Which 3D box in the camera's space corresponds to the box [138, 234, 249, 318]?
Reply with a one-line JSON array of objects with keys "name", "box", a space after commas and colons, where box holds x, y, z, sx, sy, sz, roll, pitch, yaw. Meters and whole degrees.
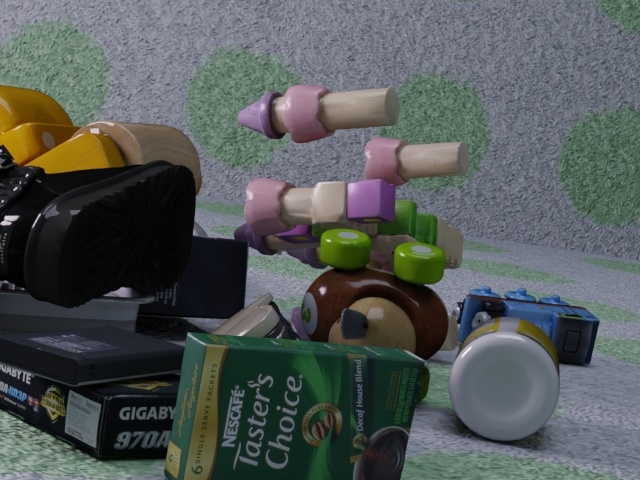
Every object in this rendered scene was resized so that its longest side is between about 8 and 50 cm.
[{"name": "box", "box": [-0.186, 0.039, 1.832, 0.158, 0.093, 0.156, 7, -5, -31]}]

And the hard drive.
[{"name": "hard drive", "box": [-0.177, 0.089, 1.279, 0.094, 0.022, 0.135, 12, 8, 33]}]

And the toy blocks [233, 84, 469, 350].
[{"name": "toy blocks", "box": [0.000, 0.000, 1.890, 0.260, 0.309, 0.288, -2, -14, 25]}]

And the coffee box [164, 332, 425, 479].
[{"name": "coffee box", "box": [-0.018, 0.131, 1.207, 0.184, 0.113, 0.040, 8, 8, -28]}]

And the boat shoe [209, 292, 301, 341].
[{"name": "boat shoe", "box": [-0.052, 0.092, 1.383, 0.065, 0.075, 0.206, 53, -4, -5]}]

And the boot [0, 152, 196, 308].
[{"name": "boot", "box": [-0.290, -0.032, 1.606, 0.260, 0.131, 0.348, 12, 7, 19]}]

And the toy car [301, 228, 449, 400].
[{"name": "toy car", "box": [0.035, 0.093, 1.570, 0.149, 0.155, 0.188, 11, 18, 15]}]

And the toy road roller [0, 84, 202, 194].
[{"name": "toy road roller", "box": [-0.332, -0.100, 1.973, 0.329, 0.241, 0.202, -24, -9, 25]}]

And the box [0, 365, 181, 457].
[{"name": "box", "box": [-0.134, 0.129, 1.335, 0.220, 0.051, 0.175, 4, 8, -40]}]

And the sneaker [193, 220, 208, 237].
[{"name": "sneaker", "box": [-0.199, -0.001, 2.280, 0.115, 0.105, 0.281, 6, 6, -25]}]

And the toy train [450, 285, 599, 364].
[{"name": "toy train", "box": [0.260, 0.108, 2.079, 0.184, 0.080, 0.105, 8, 12, -17]}]

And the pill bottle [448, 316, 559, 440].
[{"name": "pill bottle", "box": [0.180, 0.129, 1.584, 0.103, 0.103, 0.184, 10, 6, 8]}]

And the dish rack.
[{"name": "dish rack", "box": [-0.354, 0.051, 1.672, 0.285, 0.072, 0.333, 7, 6, -32]}]
